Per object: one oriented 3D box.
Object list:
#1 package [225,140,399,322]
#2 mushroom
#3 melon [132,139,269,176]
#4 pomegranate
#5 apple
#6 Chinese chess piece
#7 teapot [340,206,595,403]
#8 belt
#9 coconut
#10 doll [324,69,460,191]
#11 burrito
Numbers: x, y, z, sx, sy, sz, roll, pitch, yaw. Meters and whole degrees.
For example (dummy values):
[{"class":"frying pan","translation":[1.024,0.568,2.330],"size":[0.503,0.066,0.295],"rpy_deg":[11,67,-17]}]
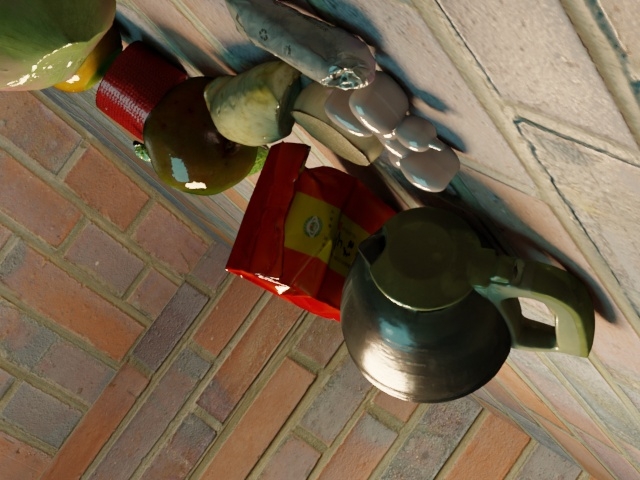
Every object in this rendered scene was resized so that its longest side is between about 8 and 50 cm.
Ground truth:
[{"class":"package","translation":[0.001,0.000,1.732],"size":[0.123,0.196,0.423],"rpy_deg":[16,174,25]},{"class":"mushroom","translation":[-0.078,-0.176,1.597],"size":[0.107,0.087,0.333],"rpy_deg":[37,170,-17]},{"class":"melon","translation":[-0.195,-0.155,2.020],"size":[0.261,0.053,0.114],"rpy_deg":[-4,-114,-45]},{"class":"pomegranate","translation":[-0.193,-0.157,1.859],"size":[0.180,0.180,0.209],"rpy_deg":[40,162,-31]},{"class":"apple","translation":[-0.407,-0.315,1.966],"size":[0.146,0.147,0.163],"rpy_deg":[37,174,-5]},{"class":"Chinese chess piece","translation":[0.024,-0.141,1.469],"size":[0.122,0.051,0.122],"rpy_deg":[33,172,5]},{"class":"teapot","translation":[0.170,0.091,1.585],"size":[0.321,0.239,0.239],"rpy_deg":[38,163,21]},{"class":"belt","translation":[-0.280,-0.233,1.980],"size":[0.124,0.128,0.201],"rpy_deg":[37,172,-1]},{"class":"coconut","translation":[-0.391,-0.312,1.680],"size":[0.236,0.236,0.205],"rpy_deg":[31,137,35]},{"class":"doll","translation":[0.084,-0.115,1.323],"size":[0.160,0.059,0.161],"rpy_deg":[39,172,-12]},{"class":"burrito","translation":[-0.025,-0.207,1.243],"size":[0.203,0.064,0.064],"rpy_deg":[33,172,32]}]
